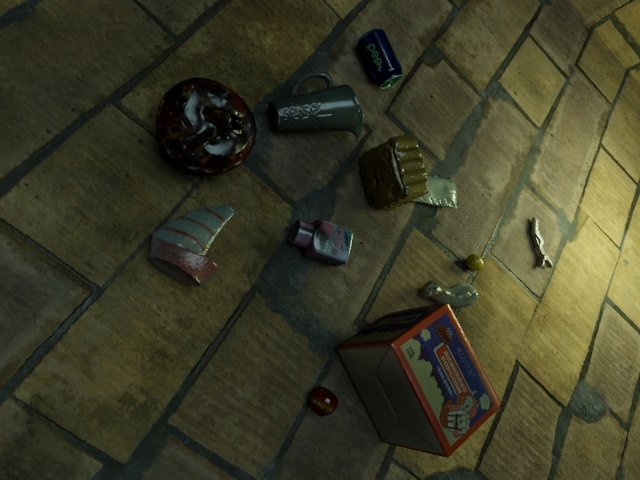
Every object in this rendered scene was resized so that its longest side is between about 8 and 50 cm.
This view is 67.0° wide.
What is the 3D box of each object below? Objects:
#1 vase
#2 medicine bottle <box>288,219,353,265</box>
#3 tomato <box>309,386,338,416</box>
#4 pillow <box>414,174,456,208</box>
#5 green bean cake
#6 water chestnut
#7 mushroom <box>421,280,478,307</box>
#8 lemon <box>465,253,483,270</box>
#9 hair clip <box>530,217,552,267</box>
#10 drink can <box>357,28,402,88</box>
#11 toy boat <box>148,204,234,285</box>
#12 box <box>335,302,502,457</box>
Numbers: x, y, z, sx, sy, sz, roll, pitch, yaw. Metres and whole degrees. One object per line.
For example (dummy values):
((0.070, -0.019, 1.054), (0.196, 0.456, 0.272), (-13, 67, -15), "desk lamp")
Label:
((-0.026, -0.445, 1.630), (0.301, 0.156, 0.250), (-14, 87, -24), "vase")
((0.000, 0.000, 1.545), (0.188, 0.094, 0.119), (20, 70, -22), "medicine bottle")
((0.007, 0.477, 1.431), (0.087, 0.087, 0.075), (37, 91, -14), "tomato")
((0.426, -0.195, 1.845), (0.229, 0.051, 0.128), (8, 70, -24), "pillow")
((0.247, -0.228, 1.664), (0.131, 0.224, 0.229), (-11, 86, -29), "green bean cake")
((-0.313, -0.324, 1.370), (0.300, 0.300, 0.299), (7, 73, -26), "water chestnut")
((0.461, 0.194, 1.744), (0.223, 0.081, 0.092), (6, 92, -24), "mushroom")
((0.592, 0.085, 1.850), (0.083, 0.062, 0.062), (28, 66, -17), "lemon")
((0.923, 0.012, 2.057), (0.072, 0.034, 0.225), (-9, 80, -28), "hair clip")
((0.227, -0.687, 1.835), (0.118, 0.118, 0.204), (-24, 87, -30), "drink can")
((-0.351, -0.016, 1.384), (0.206, 0.096, 0.282), (29, 55, -2), "toy boat")
((0.284, 0.406, 1.456), (0.257, 0.319, 0.348), (-27, 89, -32), "box")
